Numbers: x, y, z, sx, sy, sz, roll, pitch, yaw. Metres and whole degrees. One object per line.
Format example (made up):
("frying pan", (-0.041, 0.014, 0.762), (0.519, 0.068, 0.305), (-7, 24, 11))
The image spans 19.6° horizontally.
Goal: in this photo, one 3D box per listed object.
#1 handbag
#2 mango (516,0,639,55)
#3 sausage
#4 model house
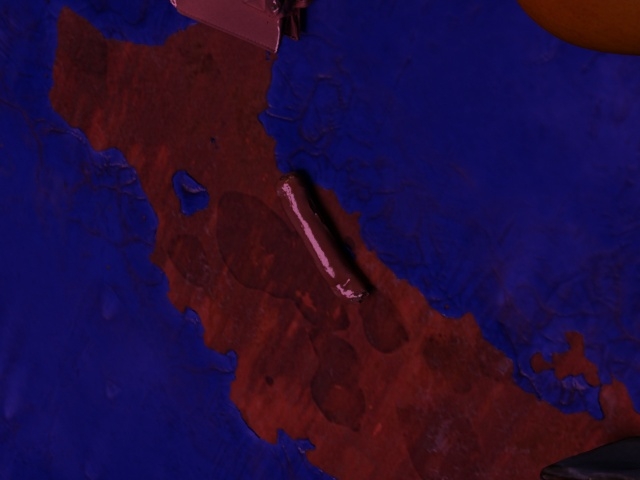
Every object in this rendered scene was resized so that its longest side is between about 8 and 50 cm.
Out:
("handbag", (-0.079, -0.304, 1.811), (0.157, 0.059, 0.212), (26, 132, 31))
("mango", (0.264, -0.232, 1.475), (0.254, 0.139, 0.175), (9, 132, 31))
("sausage", (0.000, 0.000, 1.941), (0.158, 0.036, 0.042), (59, 173, -2))
("model house", (0.315, 0.270, 1.758), (0.165, 0.106, 0.152), (5, 116, 46))
